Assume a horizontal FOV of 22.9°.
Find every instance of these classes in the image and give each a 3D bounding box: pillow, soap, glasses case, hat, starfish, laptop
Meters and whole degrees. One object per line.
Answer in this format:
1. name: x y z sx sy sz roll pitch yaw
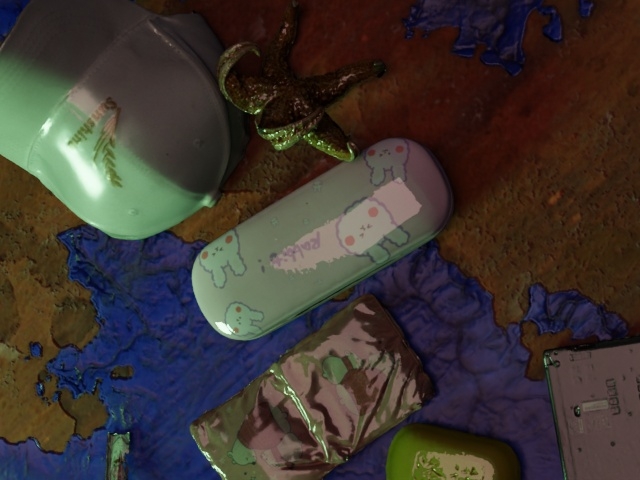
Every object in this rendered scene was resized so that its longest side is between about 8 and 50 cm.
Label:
1. pillow: -0.006 0.176 1.655 0.248 0.049 0.135 -38 79 10
2. soap: 0.133 0.237 1.607 0.140 0.045 0.089 11 96 19
3. glasses case: 0.000 0.000 1.640 0.297 0.075 0.113 -31 80 16
4. hat: -0.225 -0.128 1.632 0.258 0.301 0.168 -51 53 12
5. starfish: -0.010 -0.153 1.635 0.146 0.074 0.190 -33 69 -27
6. laptop: 0.297 0.187 1.569 0.129 0.016 0.180 -11 86 19

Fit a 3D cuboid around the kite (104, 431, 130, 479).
1. kite: -0.219 0.386 1.693 0.406 0.014 0.368 -10 70 30
